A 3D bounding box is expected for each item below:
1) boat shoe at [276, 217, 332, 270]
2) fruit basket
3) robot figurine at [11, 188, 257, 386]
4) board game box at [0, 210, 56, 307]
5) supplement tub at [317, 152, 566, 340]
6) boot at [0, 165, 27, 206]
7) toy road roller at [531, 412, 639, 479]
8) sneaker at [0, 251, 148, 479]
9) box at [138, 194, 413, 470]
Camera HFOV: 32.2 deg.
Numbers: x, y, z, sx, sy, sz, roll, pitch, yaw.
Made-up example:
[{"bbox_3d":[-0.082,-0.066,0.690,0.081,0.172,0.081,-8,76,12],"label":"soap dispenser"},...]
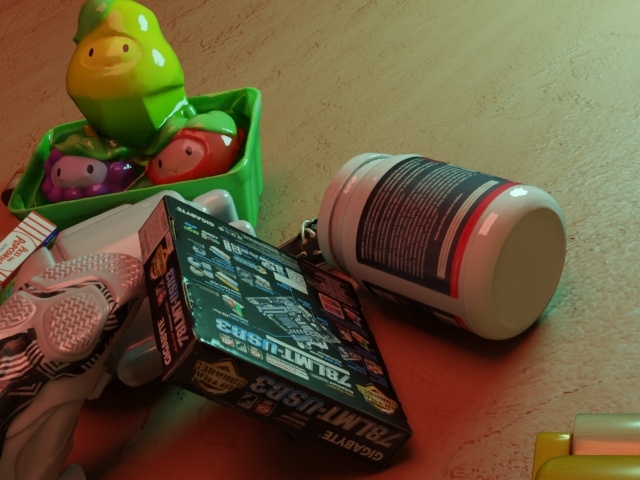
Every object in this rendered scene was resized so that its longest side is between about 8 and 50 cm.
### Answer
[{"bbox_3d":[0.000,0.000,1.552,0.219,0.070,0.078,-19,35,-3],"label":"boat shoe"},{"bbox_3d":[-0.275,-0.164,1.643,0.392,0.392,0.283,-9,36,11],"label":"fruit basket"},{"bbox_3d":[-0.251,0.065,1.458,0.353,0.200,0.300,-27,45,-13],"label":"robot figurine"},{"bbox_3d":[-0.438,0.070,1.548,0.045,0.193,0.147,32,50,5],"label":"board game box"},{"bbox_3d":[0.149,-0.001,1.385,0.272,0.191,0.191,20,50,41],"label":"supplement tub"},{"bbox_3d":[-0.439,-0.119,1.906,0.197,0.073,0.152,-1,34,18],"label":"boot"},{"bbox_3d":[0.274,0.242,0.955,0.202,0.241,0.330,-3,38,19],"label":"toy road roller"},{"bbox_3d":[-0.318,0.188,1.283,0.137,0.210,0.366,27,62,34],"label":"sneaker"},{"bbox_3d":[-0.058,0.100,1.272,0.073,0.295,0.293,-52,30,21],"label":"box"}]
